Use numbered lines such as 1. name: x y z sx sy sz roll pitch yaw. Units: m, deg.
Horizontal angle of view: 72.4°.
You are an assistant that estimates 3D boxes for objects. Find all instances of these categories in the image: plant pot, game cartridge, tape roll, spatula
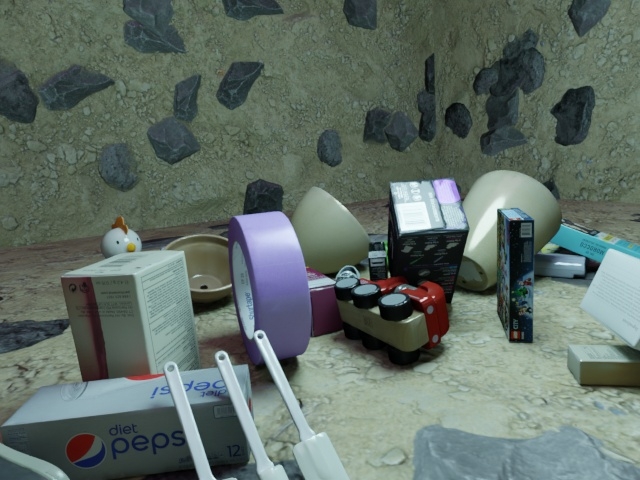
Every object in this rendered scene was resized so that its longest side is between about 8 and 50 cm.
1. plant pot: -0.317 0.095 1.192 0.237 0.110 0.237 9 35 -6
2. game cartridge: 0.685 0.046 1.304 0.196 0.060 0.294 -2 10 34
3. plant pot: 0.447 -0.004 1.153 0.274 0.256 0.256 -43 30 -27
4. tape roll: -0.104 0.086 0.820 0.090 0.275 0.275 -7 11 -20
5. plant pot: 0.000 0.000 1.371 0.191 0.284 0.284 -44 21 -10
6. spatula: -0.083 0.215 0.493 0.168 0.019 0.242 -15 50 -27

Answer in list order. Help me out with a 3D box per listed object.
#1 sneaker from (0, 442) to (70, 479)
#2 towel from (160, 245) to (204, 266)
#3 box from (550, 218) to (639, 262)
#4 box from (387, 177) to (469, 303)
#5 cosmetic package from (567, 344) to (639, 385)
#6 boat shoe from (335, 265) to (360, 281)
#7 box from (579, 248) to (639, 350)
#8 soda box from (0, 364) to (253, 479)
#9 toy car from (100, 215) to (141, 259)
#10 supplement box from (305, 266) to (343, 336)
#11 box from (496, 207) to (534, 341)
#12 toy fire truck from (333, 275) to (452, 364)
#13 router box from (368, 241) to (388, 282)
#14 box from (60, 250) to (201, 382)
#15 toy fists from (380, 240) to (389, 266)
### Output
1. sneaker: -0.388 0.276 0.454 0.222 0.083 0.118 0 12 18
2. towel: -0.391 0.049 1.406 0.209 0.034 0.285 2 6 -28
3. box: 0.761 0.017 1.185 0.244 0.060 0.100 30 28 36
4. box: 0.231 0.010 0.999 0.143 0.270 0.165 -4 49 4
5. cosmetic package: 0.449 0.191 0.670 0.115 0.041 0.060 -2 11 13
6. boat shoe: 0.062 0.116 1.105 0.079 0.081 0.227 -3 11 7
7. box: 0.547 0.113 0.676 0.181 0.119 0.182 21 13 3
8. soda box: -0.235 0.237 0.571 0.286 0.091 0.098 -5 11 -4
9. toy car: -0.579 0.048 1.306 0.210 0.238 0.219 5 15 40
10. supplement box: -0.023 0.132 0.995 0.081 0.104 0.188 -9 12 -24
11. box: 0.382 0.060 0.864 0.044 0.233 0.159 -2 11 14
12. toy fire truck: 0.184 0.133 0.875 0.246 0.158 0.217 -22 18 -28
13. router box: 0.147 0.085 1.099 0.046 0.133 0.179 -4 11 8
14. box: -0.291 0.144 0.701 0.127 0.232 0.148 -2 11 12
15. toy fists: 0.305 0.031 1.419 0.279 0.096 0.142 -8 12 -24
